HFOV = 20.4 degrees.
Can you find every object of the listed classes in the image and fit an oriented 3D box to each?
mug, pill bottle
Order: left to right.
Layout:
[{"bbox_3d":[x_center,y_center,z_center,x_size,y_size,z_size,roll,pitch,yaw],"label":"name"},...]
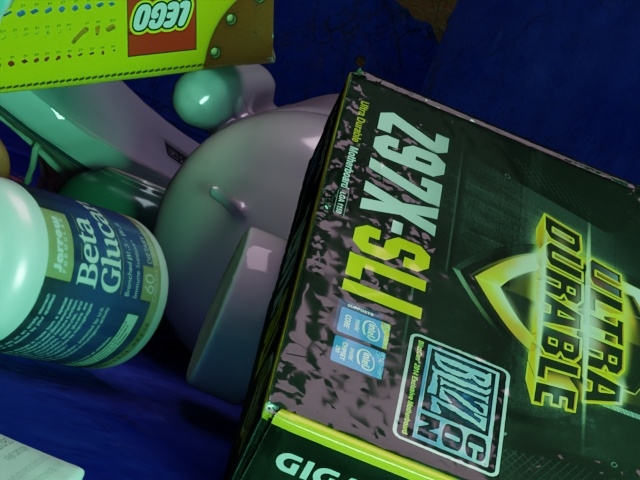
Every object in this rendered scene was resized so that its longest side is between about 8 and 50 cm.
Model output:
[{"bbox_3d":[-0.168,0.016,0.979,0.094,0.094,0.169,24,4,33],"label":"pill bottle"},{"bbox_3d":[-0.155,-0.001,1.383,0.129,0.097,0.158,22,3,-20],"label":"mug"},{"bbox_3d":[0.044,0.080,1.062,0.229,0.131,0.131,22,3,-6],"label":"pill bottle"}]

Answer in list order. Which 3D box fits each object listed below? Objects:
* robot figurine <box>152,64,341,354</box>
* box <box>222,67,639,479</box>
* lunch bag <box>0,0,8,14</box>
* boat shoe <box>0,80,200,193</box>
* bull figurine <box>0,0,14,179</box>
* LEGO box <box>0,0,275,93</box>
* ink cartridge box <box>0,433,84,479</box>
[{"bbox_3d":[0.000,0.000,1.284,0.300,0.200,0.353,54,16,2],"label":"robot figurine"},{"bbox_3d":[0.101,0.059,0.945,0.257,0.079,0.322,21,35,-5],"label":"box"},{"bbox_3d":[-0.255,-0.102,0.718,0.223,0.262,0.160,18,0,22],"label":"lunch bag"},{"bbox_3d":[-0.189,-0.042,1.522,0.367,0.156,0.136,34,25,-31],"label":"boat shoe"},{"bbox_3d":[-0.252,-0.058,1.012,0.101,0.188,0.310,-2,-4,29],"label":"bull figurine"},{"bbox_3d":[-0.334,-0.222,1.231,0.500,0.193,0.372,-10,21,-30],"label":"LEGO box"},{"bbox_3d":[-0.151,0.067,0.470,0.150,0.063,0.109,23,3,2],"label":"ink cartridge box"}]
